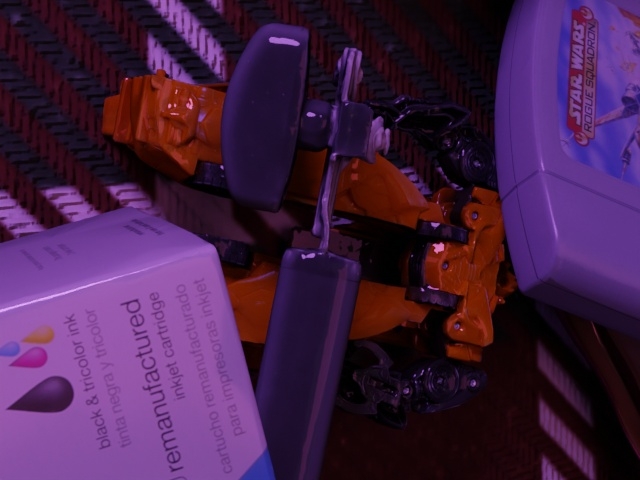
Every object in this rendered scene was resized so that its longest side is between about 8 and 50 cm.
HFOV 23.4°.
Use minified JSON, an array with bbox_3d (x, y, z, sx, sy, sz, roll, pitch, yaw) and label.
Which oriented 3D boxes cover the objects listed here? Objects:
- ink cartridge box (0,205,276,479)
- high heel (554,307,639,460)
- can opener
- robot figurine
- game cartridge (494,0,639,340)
[{"bbox_3d":[-0.175,0.120,0.729,0.270,0.197,0.198,-17,101,-16],"label":"ink cartridge box"},{"bbox_3d":[0.234,0.128,1.053,0.181,0.127,0.377,-6,71,-47],"label":"high heel"},{"bbox_3d":[-0.018,0.024,0.858,0.093,0.074,0.280,7,90,1],"label":"can opener"},{"bbox_3d":[0.000,0.000,0.950,0.291,0.085,0.211,14,84,-33],"label":"robot figurine"},{"bbox_3d":[0.210,-0.075,1.021,0.198,0.062,0.297,23,55,-23],"label":"game cartridge"}]
